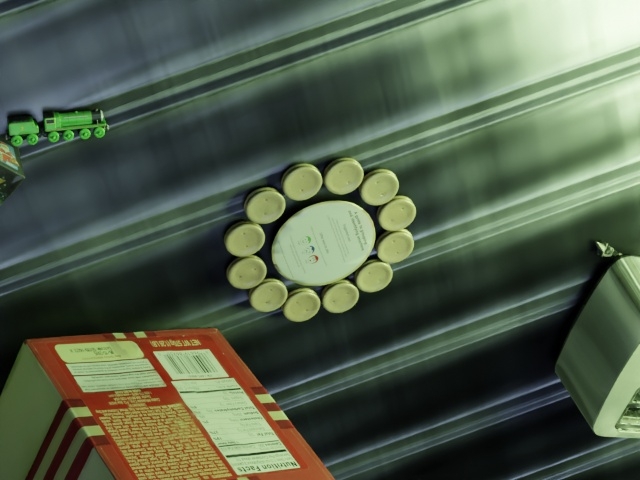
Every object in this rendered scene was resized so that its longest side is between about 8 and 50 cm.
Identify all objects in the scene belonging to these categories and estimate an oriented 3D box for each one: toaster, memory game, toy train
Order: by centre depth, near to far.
[{"bbox_3d":[-0.214,-0.093,1.243,0.083,0.017,0.023,-7,120,-14],"label":"toy train"},{"bbox_3d":[0.000,0.000,1.401,0.186,0.012,0.186,-10,130,-12],"label":"memory game"},{"bbox_3d":[0.339,0.105,1.547,0.186,0.110,0.168,7,125,-25],"label":"toaster"}]

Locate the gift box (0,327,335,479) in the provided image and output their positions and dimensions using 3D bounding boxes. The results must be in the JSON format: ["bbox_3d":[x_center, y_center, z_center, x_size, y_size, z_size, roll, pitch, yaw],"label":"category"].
[{"bbox_3d":[-0.172,0.236,1.385,0.255,0.276,0.258,4,124,-39],"label":"gift box"}]

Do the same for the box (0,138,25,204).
[{"bbox_3d":[-0.373,-0.057,1.195,0.233,0.044,0.159,30,114,-37],"label":"box"}]
